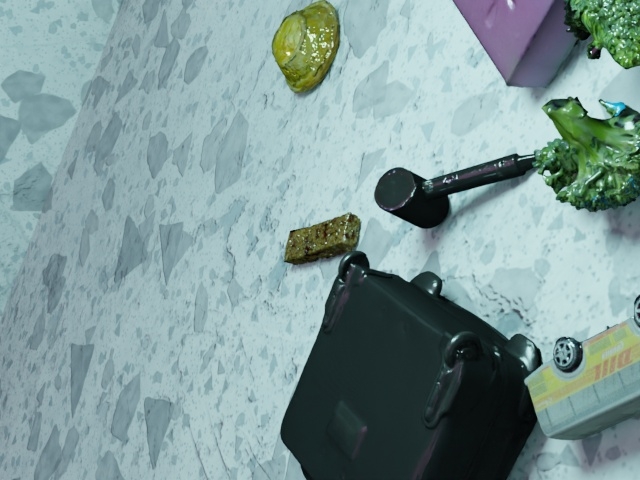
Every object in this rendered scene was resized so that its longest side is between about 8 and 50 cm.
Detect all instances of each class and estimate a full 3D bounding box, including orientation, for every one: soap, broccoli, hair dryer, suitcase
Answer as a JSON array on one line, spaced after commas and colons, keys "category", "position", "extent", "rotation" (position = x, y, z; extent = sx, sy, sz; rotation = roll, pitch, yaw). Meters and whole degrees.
[{"category": "soap", "position": [0.268, -0.362, 1.470], "extent": [0.259, 0.081, 0.181], "rotation": [66, 146, 34]}, {"category": "broccoli", "position": [0.383, -0.279, 1.236], "extent": [0.226, 0.198, 0.176], "rotation": [143, 105, -84]}, {"category": "hair dryer", "position": [0.208, -0.084, 1.517], "extent": [0.248, 0.114, 0.070], "rotation": [-17, 66, 32]}, {"category": "suitcase", "position": [0.106, 0.225, 1.413], "extent": [0.345, 0.188, 0.339], "rotation": [37, 106, 56]}, {"category": "broccoli", "position": [0.327, -0.112, 1.257], "extent": [0.154, 0.160, 0.167], "rotation": [-41, 23, 0]}]

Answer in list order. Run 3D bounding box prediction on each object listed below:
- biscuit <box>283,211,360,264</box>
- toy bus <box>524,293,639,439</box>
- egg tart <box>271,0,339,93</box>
[{"category": "biscuit", "position": [0.000, 0.000, 1.838], "extent": [0.199, 0.034, 0.064], "rotation": [-17, 61, 55]}, {"category": "toy bus", "position": [0.347, 0.136, 1.171], "extent": [0.268, 0.092, 0.106], "rotation": [-39, 54, 43]}, {"category": "egg tart", "position": [-0.033, -0.377, 2.040], "extent": [0.191, 0.074, 0.191], "rotation": [-28, 54, 47]}]
